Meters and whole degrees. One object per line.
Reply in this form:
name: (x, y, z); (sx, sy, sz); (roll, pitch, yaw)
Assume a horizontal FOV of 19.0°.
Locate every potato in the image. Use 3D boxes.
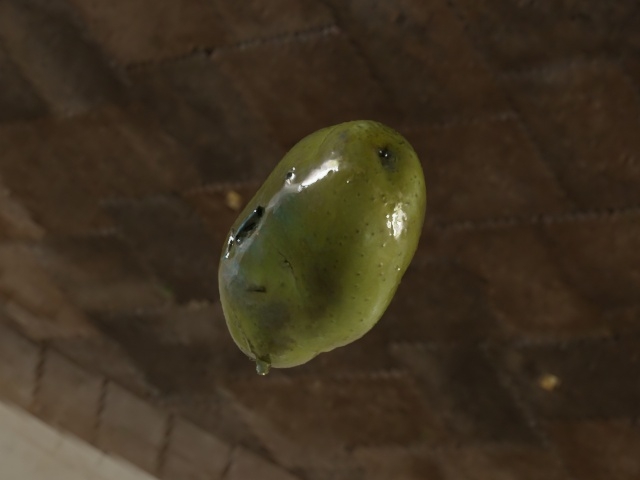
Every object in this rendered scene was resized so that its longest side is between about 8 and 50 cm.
potato: (0.000, 0.000, 1.625); (0.143, 0.169, 0.248); (0, 142, -35)
